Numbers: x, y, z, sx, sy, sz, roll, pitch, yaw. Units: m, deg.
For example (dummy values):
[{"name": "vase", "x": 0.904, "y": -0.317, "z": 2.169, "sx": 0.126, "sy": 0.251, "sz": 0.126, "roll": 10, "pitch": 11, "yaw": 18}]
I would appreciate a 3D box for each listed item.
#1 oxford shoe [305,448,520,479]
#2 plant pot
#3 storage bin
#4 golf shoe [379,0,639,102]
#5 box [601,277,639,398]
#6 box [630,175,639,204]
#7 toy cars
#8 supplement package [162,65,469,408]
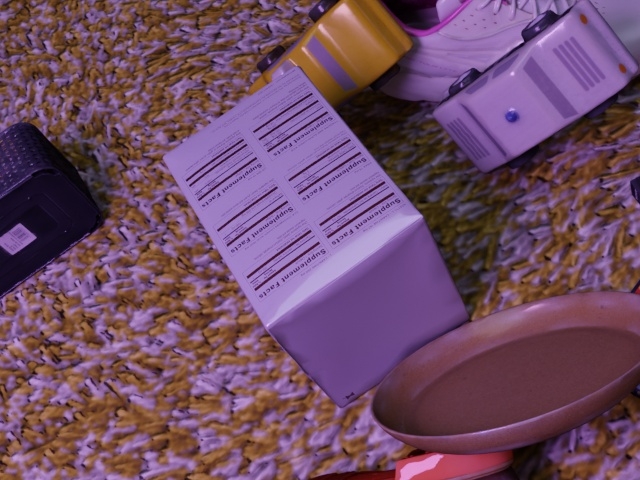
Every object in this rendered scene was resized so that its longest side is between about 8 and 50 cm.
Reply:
[{"name": "oxford shoe", "x": 0.031, "y": 0.231, "z": 0.734, "sx": 0.271, "sy": 0.097, "sz": 0.098, "roll": -21, "pitch": 80, "yaw": 22}, {"name": "plant pot", "x": 0.154, "y": 0.103, "z": 0.719, "sx": 0.236, "sy": 0.236, "sz": 0.032, "roll": -20, "pitch": 100, "yaw": 8}, {"name": "storage bin", "x": -0.345, "y": -0.025, "z": 1.002, "sx": 0.180, "sy": 0.122, "sz": 0.084, "roll": -35, "pitch": 55, "yaw": -2}, {"name": "golf shoe", "x": 0.184, "y": -0.210, "z": 0.905, "sx": 0.306, "sy": 0.140, "sz": 0.115, "roll": -2, "pitch": 59, "yaw": 18}, {"name": "box", "x": 0.298, "y": 0.097, "z": 0.750, "sx": 0.137, "sy": 0.027, "sz": 0.094, "roll": 32, "pitch": 77, "yaw": 32}, {"name": "box", "x": 0.361, "y": -0.019, "z": 0.794, "sx": 0.116, "sy": 0.029, "sz": 0.162, "roll": -29, "pitch": 57, "yaw": 2}, {"name": "toy cars", "x": 0.086, "y": -0.140, "z": 0.869, "sx": 0.393, "sy": 0.176, "sz": 0.087, "roll": 11, "pitch": 38, "yaw": 26}, {"name": "supplement package", "x": 0.000, "y": 0.000, "z": 0.816, "sx": 0.149, "sy": 0.194, "sz": 0.203, "roll": -35, "pitch": 56, "yaw": -1}]
